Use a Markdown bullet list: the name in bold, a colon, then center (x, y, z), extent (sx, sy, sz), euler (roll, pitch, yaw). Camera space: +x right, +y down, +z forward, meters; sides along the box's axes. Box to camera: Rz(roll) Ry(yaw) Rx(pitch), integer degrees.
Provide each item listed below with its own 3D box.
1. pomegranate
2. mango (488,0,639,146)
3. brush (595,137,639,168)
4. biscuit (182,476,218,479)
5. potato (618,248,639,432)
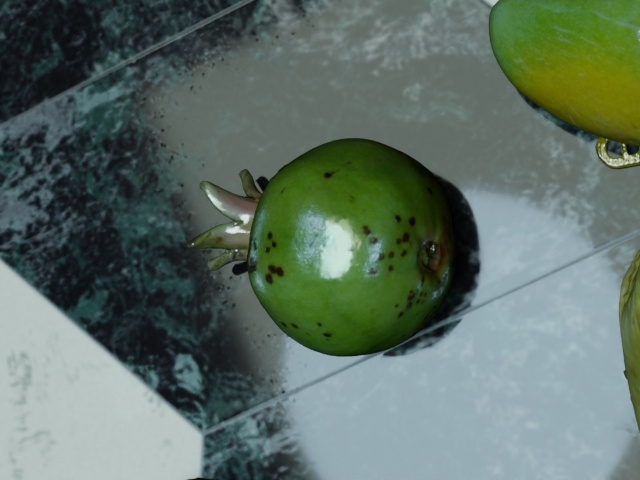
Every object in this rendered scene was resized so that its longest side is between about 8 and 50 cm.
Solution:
- **pomegranate**: center (0.000, 0.000, 1.449), extent (0.224, 0.181, 0.181), euler (16, 90, 35)
- **mango**: center (0.256, -0.148, 1.403), extent (0.251, 0.114, 0.156), euler (1, 126, 21)
- **brush**: center (0.337, -0.090, 1.450), extent (0.218, 0.010, 0.083), euler (-10, 85, 13)
- **biscuit**: center (-0.005, 0.267, 1.474), extent (0.252, 0.070, 0.106), euler (6, 89, 13)
- **potato**: center (0.349, 0.092, 1.343), extent (0.246, 0.196, 0.300), euler (-19, 84, 13)
